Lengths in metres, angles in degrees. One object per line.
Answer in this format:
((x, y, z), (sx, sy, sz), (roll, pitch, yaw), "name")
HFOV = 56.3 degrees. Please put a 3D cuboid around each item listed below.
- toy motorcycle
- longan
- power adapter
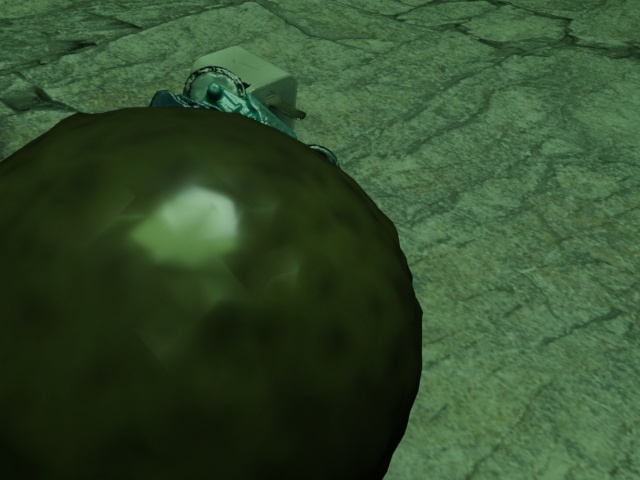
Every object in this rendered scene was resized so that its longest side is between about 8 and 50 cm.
((-0.119, -0.106, 0.826), (0.260, 0.154, 0.206), (40, 80, -2), "toy motorcycle")
((-0.119, 0.084, 0.488), (0.391, 0.391, 0.391), (5, 42, -4), "longan")
((-0.103, -0.218, 0.995), (0.205, 0.130, 0.125), (36, 48, 25), "power adapter")
